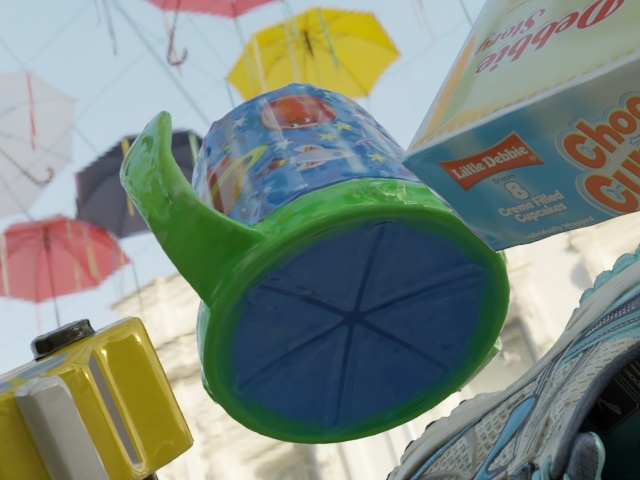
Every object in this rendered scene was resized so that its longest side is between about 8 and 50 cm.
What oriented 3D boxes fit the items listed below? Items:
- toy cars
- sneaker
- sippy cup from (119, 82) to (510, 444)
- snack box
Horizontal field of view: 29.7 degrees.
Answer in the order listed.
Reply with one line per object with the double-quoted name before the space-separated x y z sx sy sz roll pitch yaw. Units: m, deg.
"toy cars" -0.221 0.065 0.540 0.393 0.176 0.087 23 -25 -29
"sneaker" 0.115 0.117 0.594 0.110 0.122 0.283 35 -77 -4
"sippy cup" 0.000 0.000 0.943 0.240 0.224 0.305 -21 -49 -2
"snack box" 0.173 -0.113 0.348 0.060 0.187 0.322 41 -31 -20
